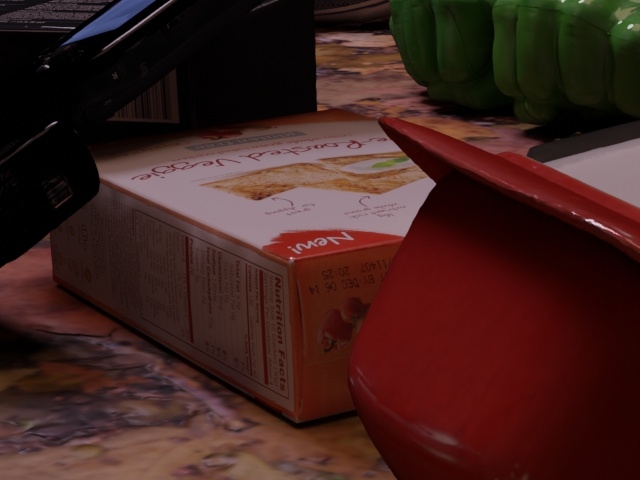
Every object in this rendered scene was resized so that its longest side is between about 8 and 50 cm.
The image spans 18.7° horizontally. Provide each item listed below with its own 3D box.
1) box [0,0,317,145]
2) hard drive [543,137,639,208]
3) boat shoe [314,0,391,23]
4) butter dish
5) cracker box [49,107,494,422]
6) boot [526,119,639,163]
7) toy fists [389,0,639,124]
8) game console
[{"bbox_3d":[-0.153,-0.089,1.098,0.261,0.103,0.184,4,19,20],"label":"box"},{"bbox_3d":[0.231,0.007,0.719,0.307,0.040,0.203,-15,38,-43],"label":"hard drive"},{"bbox_3d":[-0.051,-0.251,1.585,0.340,0.127,0.158,-6,-12,15],"label":"boat shoe"},{"bbox_3d":[0.068,0.060,0.507,0.160,0.118,0.160,38,-1,-26],"label":"butter dish"},{"bbox_3d":[0.000,0.000,0.814,0.155,0.067,0.232,-10,18,-29],"label":"cracker box"},{"bbox_3d":[0.177,-0.049,0.984,0.137,0.077,0.198,-1,13,21],"label":"boot"},{"bbox_3d":[0.146,-0.124,1.226,0.142,0.096,0.279,2,10,-30],"label":"toy fists"},{"bbox_3d":[-0.128,-0.071,0.878,0.361,0.044,0.213,-40,27,-29],"label":"game console"}]
